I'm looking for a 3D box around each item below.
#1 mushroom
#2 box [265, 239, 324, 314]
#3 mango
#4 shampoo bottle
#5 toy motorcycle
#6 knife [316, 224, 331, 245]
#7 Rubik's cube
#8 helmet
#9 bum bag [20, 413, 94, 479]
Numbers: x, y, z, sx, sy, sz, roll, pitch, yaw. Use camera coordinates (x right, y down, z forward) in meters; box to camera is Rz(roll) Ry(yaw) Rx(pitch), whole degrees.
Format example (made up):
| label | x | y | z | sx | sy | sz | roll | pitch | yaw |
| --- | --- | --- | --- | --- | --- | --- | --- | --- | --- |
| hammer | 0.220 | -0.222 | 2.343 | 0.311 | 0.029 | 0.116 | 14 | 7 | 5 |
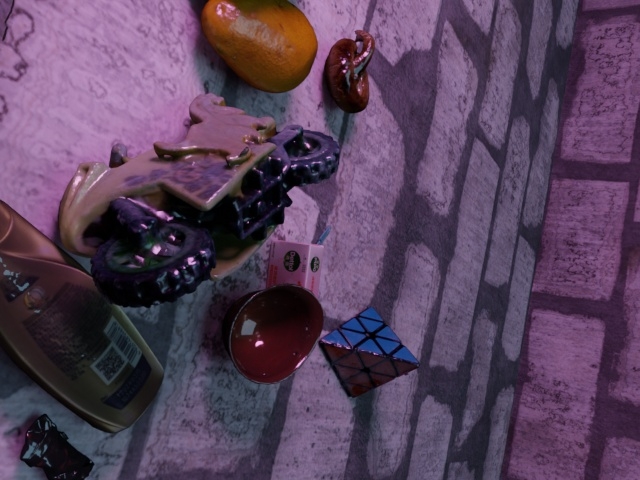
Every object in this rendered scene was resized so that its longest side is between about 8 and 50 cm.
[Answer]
| label | x | y | z | sx | sy | sz | roll | pitch | yaw |
| --- | --- | --- | --- | --- | --- | --- | --- | --- | --- |
| mushroom | 0.056 | -0.330 | 1.123 | 0.135 | 0.080 | 0.171 | 48 | 56 | -63 |
| box | -0.048 | 0.064 | 1.028 | 0.043 | 0.089 | 0.125 | 8 | 87 | -55 |
| mango | -0.089 | -0.303 | 0.887 | 0.227 | 0.109 | 0.147 | -6 | 103 | -54 |
| shampoo bottle | -0.305 | 0.079 | 0.659 | 0.126 | 0.084 | 0.350 | -58 | 138 | -36 |
| toy motorcycle | -0.149 | -0.062 | 0.737 | 0.410 | 0.237 | 0.169 | -43 | 144 | -47 |
| knife | 0.000 | 0.000 | 1.159 | 0.091 | 0.005 | 0.014 | -53 | 137 | -37 |
| Rubik's cube | 0.093 | 0.236 | 1.305 | 0.178 | 0.211 | 0.190 | -75 | -176 | -48 |
| helmet | -0.090 | 0.138 | 0.952 | 0.175 | 0.106 | 0.155 | -35 | 113 | -24 |
| bum bag | -0.321 | 0.266 | 0.711 | 0.058 | 0.034 | 0.124 | -61 | 141 | -43 |
